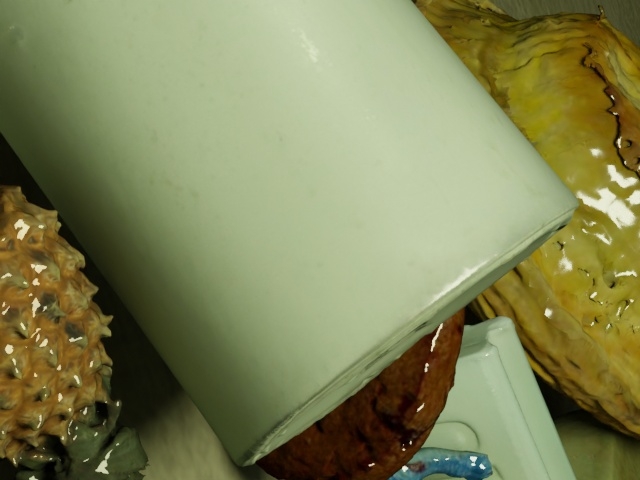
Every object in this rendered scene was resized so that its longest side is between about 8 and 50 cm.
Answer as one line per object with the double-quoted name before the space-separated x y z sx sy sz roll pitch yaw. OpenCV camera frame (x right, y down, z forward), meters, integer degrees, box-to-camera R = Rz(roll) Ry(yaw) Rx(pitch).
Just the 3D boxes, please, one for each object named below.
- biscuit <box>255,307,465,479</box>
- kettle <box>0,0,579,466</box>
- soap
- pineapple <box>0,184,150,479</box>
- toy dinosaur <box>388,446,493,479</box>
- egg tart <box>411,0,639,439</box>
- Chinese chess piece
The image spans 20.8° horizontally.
"biscuit" 0.007 0.050 1.002 0.049 0.192 0.192 13 63 -49
"kettle" -0.041 -0.079 0.868 0.318 0.205 0.265 51 24 6
"soap" 0.109 0.163 1.209 0.198 0.119 0.066 67 26 -13
"pineapple" -0.106 0.105 0.811 0.277 0.130 0.119 59 41 -30
"toy dinosaur" 0.020 0.108 1.111 0.144 0.076 0.329 -12 85 -32
"egg tart" 0.230 -0.046 1.447 0.443 0.178 0.443 43 29 -30
"Chinese chess piece" 0.243 0.256 1.454 0.238 0.092 0.238 43 37 -46
